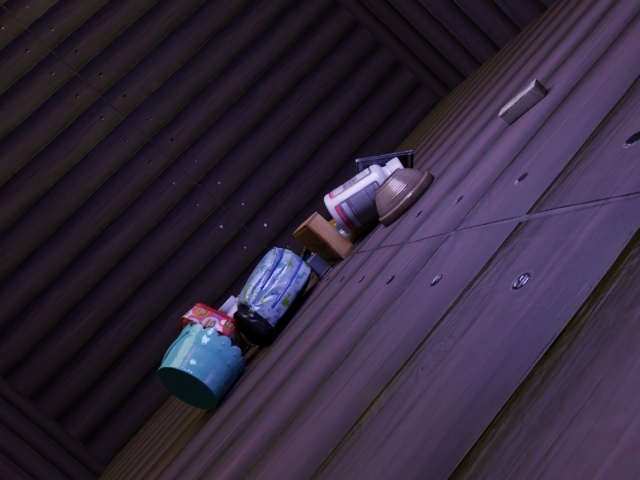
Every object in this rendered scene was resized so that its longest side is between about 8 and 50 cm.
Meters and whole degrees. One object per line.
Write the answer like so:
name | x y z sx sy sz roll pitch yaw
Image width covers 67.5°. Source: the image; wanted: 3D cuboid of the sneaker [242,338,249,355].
sneaker | -0.355 0.454 2.114 0.112 0.120 0.299 4 43 46

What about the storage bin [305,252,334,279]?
storage bin | -0.014 0.105 1.969 0.098 0.091 0.135 -47 4 -4

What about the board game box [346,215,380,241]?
board game box | 0.191 -0.078 2.032 0.124 0.039 0.259 -51 3 -40

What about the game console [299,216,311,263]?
game console | -0.057 0.064 2.455 0.044 0.213 0.361 4 52 24

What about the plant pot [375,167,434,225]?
plant pot | 0.265 -0.170 1.641 0.237 0.110 0.237 -47 3 4

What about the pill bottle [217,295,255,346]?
pill bottle | -0.329 0.340 2.052 0.121 0.216 0.121 -46 4 5

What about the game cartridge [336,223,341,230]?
game cartridge | 0.215 -0.209 2.145 0.355 0.068 0.230 -41 -16 -28

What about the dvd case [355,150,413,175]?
dvd case | 0.255 -0.277 1.892 0.164 0.222 0.018 76 -173 -55

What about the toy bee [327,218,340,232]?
toy bee | 0.043 -0.056 2.378 0.195 0.162 0.298 -33 12 23

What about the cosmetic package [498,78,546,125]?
cosmetic package | 0.529 -0.362 1.255 0.115 0.041 0.060 -43 6 42

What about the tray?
tray | 0.000 0.000 2.031 0.076 0.203 0.411 -50 5 -11

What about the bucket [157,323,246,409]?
bucket | -0.427 0.455 1.708 0.281 0.281 0.183 -43 11 45

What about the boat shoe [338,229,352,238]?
boat shoe | 0.145 -0.110 1.978 0.258 0.084 0.095 -49 6 -7

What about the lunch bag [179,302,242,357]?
lunch bag | -0.441 0.393 1.891 0.120 0.258 0.292 -51 -27 -45

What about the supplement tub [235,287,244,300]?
supplement tub | -0.318 0.308 2.411 0.191 0.191 0.272 -45 5 30

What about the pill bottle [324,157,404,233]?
pill bottle | 0.189 -0.178 1.832 0.319 0.176 0.176 -32 7 12

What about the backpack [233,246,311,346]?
backpack | -0.185 0.200 1.865 0.356 0.273 0.290 -40 -2 -22
